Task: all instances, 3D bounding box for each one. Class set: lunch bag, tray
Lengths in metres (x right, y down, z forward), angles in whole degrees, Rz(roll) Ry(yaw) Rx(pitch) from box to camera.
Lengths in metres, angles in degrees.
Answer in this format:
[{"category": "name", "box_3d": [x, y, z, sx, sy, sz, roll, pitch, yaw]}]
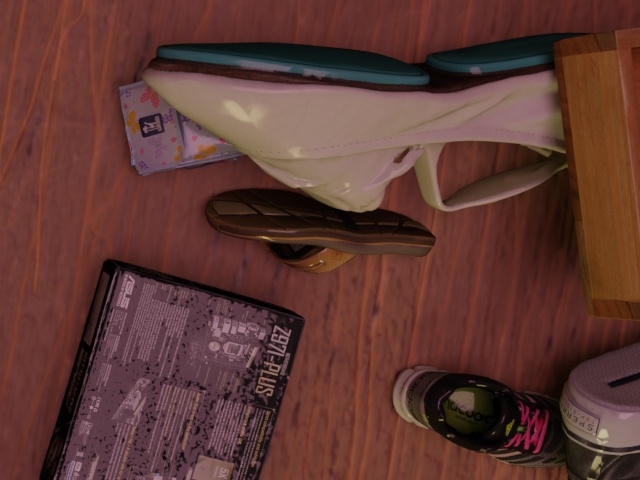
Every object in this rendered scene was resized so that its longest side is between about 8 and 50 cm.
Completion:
[{"category": "lunch bag", "box_3d": [-0.103, -0.087, 1.119, 0.083, 0.053, 0.071, -9, 90, -11]}, {"category": "tray", "box_3d": [0.366, -0.078, 1.175, 0.411, 0.076, 0.202, -12, 96, -33]}]

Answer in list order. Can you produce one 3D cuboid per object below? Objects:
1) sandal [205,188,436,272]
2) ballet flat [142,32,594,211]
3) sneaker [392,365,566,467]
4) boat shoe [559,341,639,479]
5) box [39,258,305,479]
[{"category": "sandal", "box_3d": [0.000, 0.000, 1.152, 0.180, 0.072, 0.049, 8, 113, -19]}, {"category": "ballet flat", "box_3d": [0.065, -0.082, 1.110, 0.400, 0.139, 0.139, -5, 95, -27]}, {"category": "sneaker", "box_3d": [0.143, 0.143, 1.187, 0.170, 0.075, 0.063, 20, 88, -15]}, {"category": "boat shoe", "box_3d": [0.333, 0.132, 1.226, 0.335, 0.121, 0.119, -9, 122, -20]}, {"category": "box", "box_3d": [-0.110, 0.119, 1.117, 0.147, 0.077, 0.180, 16, 90, -15]}]
